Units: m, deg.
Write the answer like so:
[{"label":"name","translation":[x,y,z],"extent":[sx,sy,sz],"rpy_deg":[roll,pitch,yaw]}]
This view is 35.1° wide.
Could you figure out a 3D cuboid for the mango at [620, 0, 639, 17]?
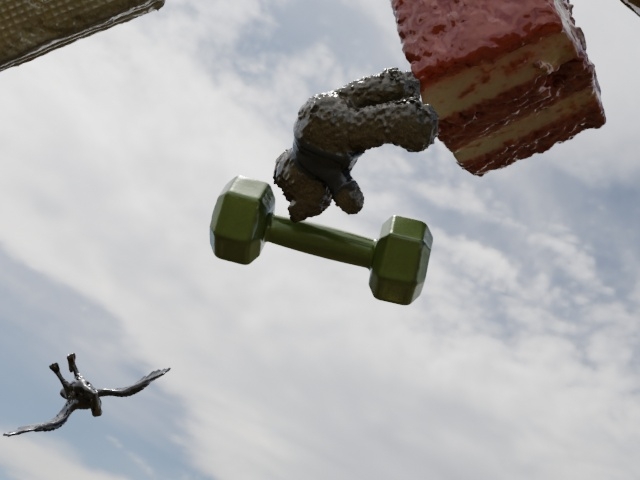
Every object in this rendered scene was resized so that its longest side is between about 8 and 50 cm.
[{"label":"mango","translation":[0.352,-0.310,1.024],"extent":[0.120,0.151,0.221],"rpy_deg":[33,-35,38]}]

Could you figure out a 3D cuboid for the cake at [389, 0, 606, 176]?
[{"label":"cake","translation":[0.277,-0.303,1.605],"extent":[0.270,0.269,0.319],"rpy_deg":[-22,-30,18]}]

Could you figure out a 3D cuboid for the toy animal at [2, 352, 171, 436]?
[{"label":"toy animal","translation":[-0.297,0.191,1.262],"extent":[0.108,0.220,0.062],"rpy_deg":[33,-45,42]}]

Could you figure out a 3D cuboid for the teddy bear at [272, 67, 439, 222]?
[{"label":"teddy bear","translation":[0.023,-0.132,1.300],"extent":[0.129,0.182,0.251],"rpy_deg":[30,-57,-30]}]

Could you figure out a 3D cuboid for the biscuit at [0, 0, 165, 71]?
[{"label":"biscuit","translation":[-0.296,-0.265,1.114],"extent":[0.239,0.108,0.062],"rpy_deg":[-22,-2,2]}]

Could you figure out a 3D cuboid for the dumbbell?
[{"label":"dumbbell","translation":[0.000,0.000,1.386],"extent":[0.302,0.108,0.121],"rpy_deg":[15,-33,3]}]
